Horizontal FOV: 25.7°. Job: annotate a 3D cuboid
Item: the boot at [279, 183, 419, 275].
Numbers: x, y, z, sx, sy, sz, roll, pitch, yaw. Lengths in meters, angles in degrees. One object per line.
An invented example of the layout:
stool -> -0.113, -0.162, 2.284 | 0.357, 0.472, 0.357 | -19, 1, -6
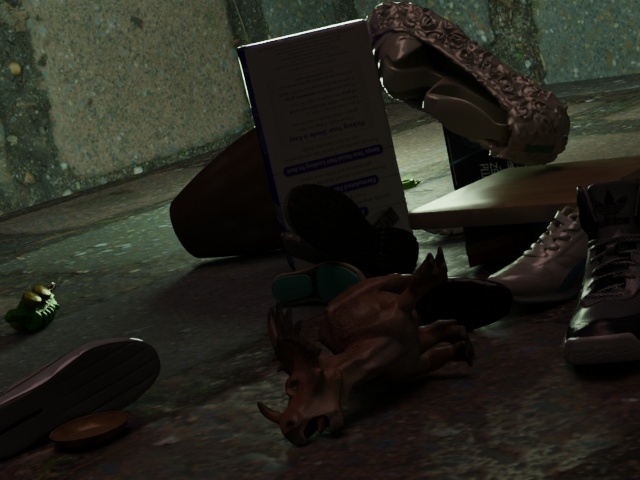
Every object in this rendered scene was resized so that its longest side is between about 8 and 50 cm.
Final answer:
boot -> 0.000, 0.000, 1.868 | 0.161, 0.083, 0.246 | -4, -22, 44

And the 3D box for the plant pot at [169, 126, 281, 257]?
plant pot -> -0.122, -0.065, 2.287 | 0.230, 0.215, 0.215 | -24, 6, 20

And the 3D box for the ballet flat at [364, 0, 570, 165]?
ballet flat -> 0.174, -0.228, 1.999 | 0.147, 0.147, 0.409 | -21, 42, -39

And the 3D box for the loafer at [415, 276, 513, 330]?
loafer -> 0.140, 0.068, 1.567 | 0.170, 0.062, 0.061 | -5, 8, 31

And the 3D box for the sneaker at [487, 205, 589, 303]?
sneaker -> 0.280, 0.012, 1.606 | 0.229, 0.092, 0.087 | -19, 14, -27

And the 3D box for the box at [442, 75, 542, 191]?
box -> 0.291, -0.179, 2.393 | 0.147, 0.180, 0.077 | -1, 14, 45

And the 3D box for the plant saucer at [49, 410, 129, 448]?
plant saucer -> -0.236, 0.196, 1.441 | 0.083, 0.015, 0.083 | -12, 10, 2

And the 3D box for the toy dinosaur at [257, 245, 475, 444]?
toy dinosaur -> 0.040, 0.092, 1.403 | 0.200, 0.127, 0.296 | -18, 4, 9

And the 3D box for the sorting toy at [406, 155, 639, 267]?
sorting toy -> 0.294, -0.033, 1.848 | 0.257, 0.089, 0.255 | -3, 14, 40

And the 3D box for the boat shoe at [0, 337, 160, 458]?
boat shoe -> -0.283, 0.160, 1.506 | 0.226, 0.083, 0.076 | -20, 14, -34

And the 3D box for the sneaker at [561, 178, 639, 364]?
sneaker -> 0.286, 0.021, 1.369 | 0.101, 0.153, 0.268 | -8, 11, 26

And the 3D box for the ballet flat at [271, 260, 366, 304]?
ballet flat -> 0.007, 0.054, 1.825 | 0.168, 0.057, 0.052 | -3, 4, 43

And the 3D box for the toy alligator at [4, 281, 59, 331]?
toy alligator -> -0.416, 0.101, 2.105 | 0.051, 0.056, 0.189 | 31, 15, 3

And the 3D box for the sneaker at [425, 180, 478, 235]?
sneaker -> 0.221, -0.051, 2.088 | 0.170, 0.071, 0.068 | -9, 10, 21

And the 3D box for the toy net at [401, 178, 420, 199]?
toy net -> 0.058, -0.058, 2.417 | 0.232, 0.045, 0.122 | -20, 14, -27

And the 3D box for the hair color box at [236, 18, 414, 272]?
hair color box -> 0.008, -0.138, 2.056 | 0.185, 0.339, 0.110 | -14, 8, -8
